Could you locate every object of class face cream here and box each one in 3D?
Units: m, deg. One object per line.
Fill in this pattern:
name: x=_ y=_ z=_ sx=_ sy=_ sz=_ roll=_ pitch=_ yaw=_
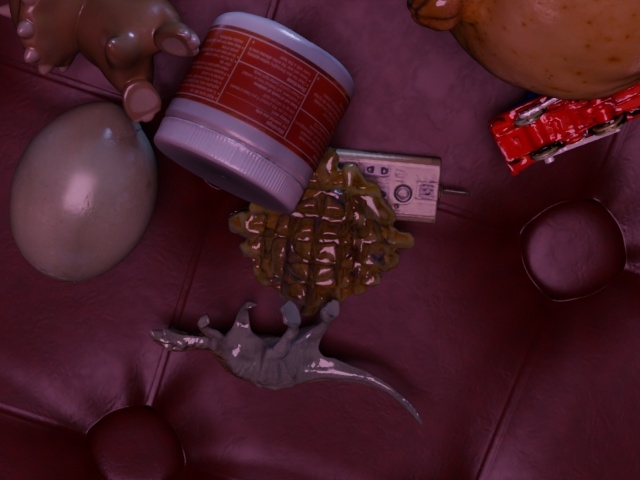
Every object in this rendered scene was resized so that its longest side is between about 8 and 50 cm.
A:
face cream: x=-0.082 y=-0.160 z=1.350 sx=0.201 sy=0.201 sz=0.187 roll=27 pitch=82 yaw=-4

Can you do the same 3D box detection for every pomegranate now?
pomegranate: x=0.264 y=-0.336 z=1.210 sx=0.410 sy=0.410 sz=0.410 roll=1 pitch=104 yaw=3

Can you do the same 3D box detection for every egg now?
egg: x=-0.311 y=-0.063 z=1.413 sx=0.186 sy=0.186 sz=0.253 roll=19 pitch=106 yaw=-2

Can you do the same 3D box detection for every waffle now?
waffle: x=0.000 y=0.002 z=1.458 sx=0.223 sy=0.054 sz=0.204 roll=-33 pitch=113 yaw=20

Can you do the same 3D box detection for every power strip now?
power strip: x=0.071 y=-0.076 z=1.470 sx=0.268 sy=0.034 sz=0.092 roll=5 pitch=104 yaw=1

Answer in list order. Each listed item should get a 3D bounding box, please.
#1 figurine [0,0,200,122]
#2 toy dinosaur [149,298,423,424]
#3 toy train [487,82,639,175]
figurine: x=-0.294 y=-0.277 z=1.330 sx=0.177 sy=0.173 sz=0.247 roll=-50 pitch=53 yaw=29
toy dinosaur: x=-0.030 y=0.156 z=1.487 sx=0.393 sy=0.092 sz=0.205 roll=23 pitch=133 yaw=-14
toy train: x=0.328 y=-0.171 z=1.394 sx=0.204 sy=0.131 sz=0.083 roll=-23 pitch=108 yaw=19
